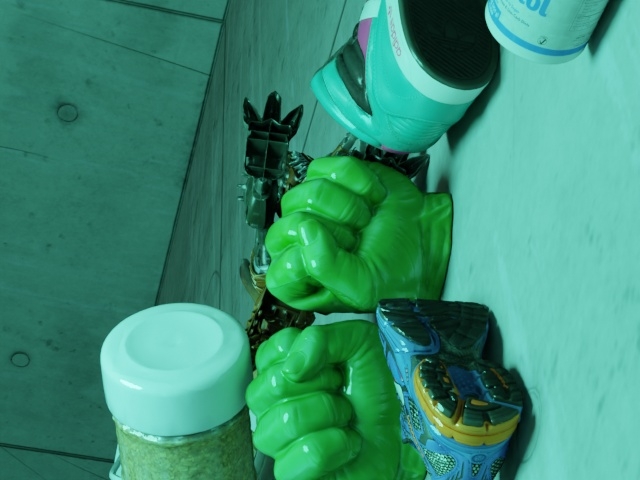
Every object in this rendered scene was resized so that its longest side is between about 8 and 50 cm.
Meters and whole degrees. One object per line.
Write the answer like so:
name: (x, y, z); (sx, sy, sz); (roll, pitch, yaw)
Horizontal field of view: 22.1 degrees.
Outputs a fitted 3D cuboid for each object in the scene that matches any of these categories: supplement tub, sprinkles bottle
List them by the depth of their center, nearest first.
supplement tub: (0.150, -0.168, 1.011); (0.107, 0.071, 0.071); (110, 166, -48)
sprinkles bottle: (-0.109, 0.227, 1.398); (0.121, 0.121, 0.355); (-95, 2, -56)

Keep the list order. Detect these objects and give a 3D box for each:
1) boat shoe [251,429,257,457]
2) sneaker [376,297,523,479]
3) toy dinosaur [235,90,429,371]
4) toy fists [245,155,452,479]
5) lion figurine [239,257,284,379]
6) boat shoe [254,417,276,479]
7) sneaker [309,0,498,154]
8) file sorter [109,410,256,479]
boat shoe: (-0.040, 0.204, 1.581); (0.045, 0.135, 0.050); (-50, 46, -4)
sneaker: (0.079, 0.103, 1.123); (0.221, 0.083, 0.087); (-98, 16, -67)
toy dinosaur: (0.000, 0.000, 1.491); (0.322, 0.164, 0.218); (-93, 9, -46)
toy fists: (0.022, 0.065, 1.291); (0.096, 0.142, 0.279); (129, 149, -70)
lion figurine: (-0.120, 0.224, 1.962); (0.240, 0.142, 0.392); (-155, 80, -72)
boat shoe: (-0.015, 0.218, 1.496); (0.091, 0.114, 0.302); (-28, -34, -49)
sneaker: (0.068, -0.187, 1.372); (0.178, 0.124, 0.295); (126, 153, -47)
file sorter: (-0.144, 0.313, 1.755); (0.173, 0.193, 0.278); (-75, -4, -86)
